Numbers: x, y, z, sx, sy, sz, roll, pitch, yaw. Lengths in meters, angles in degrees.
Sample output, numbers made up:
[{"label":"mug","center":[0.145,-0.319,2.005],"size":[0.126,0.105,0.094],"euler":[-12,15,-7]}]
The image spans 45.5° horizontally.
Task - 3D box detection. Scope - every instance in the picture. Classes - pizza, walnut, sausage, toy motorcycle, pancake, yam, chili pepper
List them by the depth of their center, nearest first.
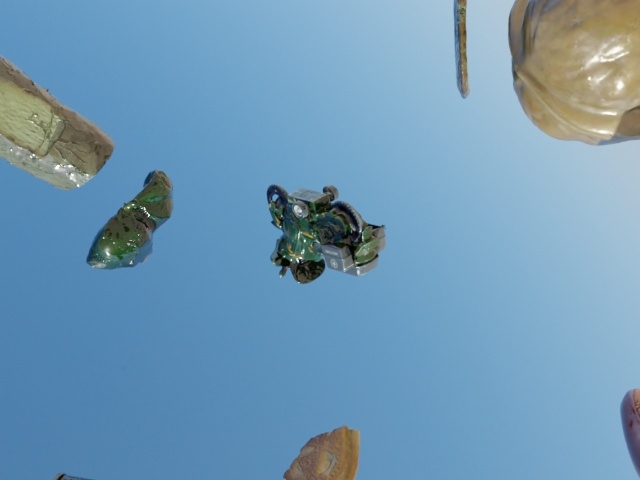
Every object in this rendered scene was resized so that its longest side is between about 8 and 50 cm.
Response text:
[{"label":"sausage","center":[0.401,0.245,0.904],"size":[0.077,0.077,0.194],"euler":[47,-160,-10]},{"label":"walnut","center":[0.389,-0.265,1.024],"size":[0.296,0.285,0.285],"euler":[87,158,-66]},{"label":"pancake","center":[0.214,-0.312,1.162],"size":[0.199,0.021,0.199],"euler":[-3,-90,-80]},{"label":"yam","center":[-0.499,-0.195,1.318],"size":[0.254,0.154,0.154],"euler":[36,-151,-26]},{"label":"toy motorcycle","center":[0.000,0.000,1.332],"size":[0.125,0.275,0.187],"euler":[-29,-63,-31]},{"label":"pizza","center":[-0.002,0.450,1.460],"size":[0.062,0.161,0.182],"euler":[48,-138,-44]},{"label":"chili pepper","center":[-0.406,-0.033,1.703],"size":[0.116,0.148,0.264],"euler":[37,-109,-5]}]

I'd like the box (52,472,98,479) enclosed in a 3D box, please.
[{"label":"box","center":[-0.352,0.454,1.146],"size":[0.201,0.090,0.144],"euler":[89,-171,-46]}]
